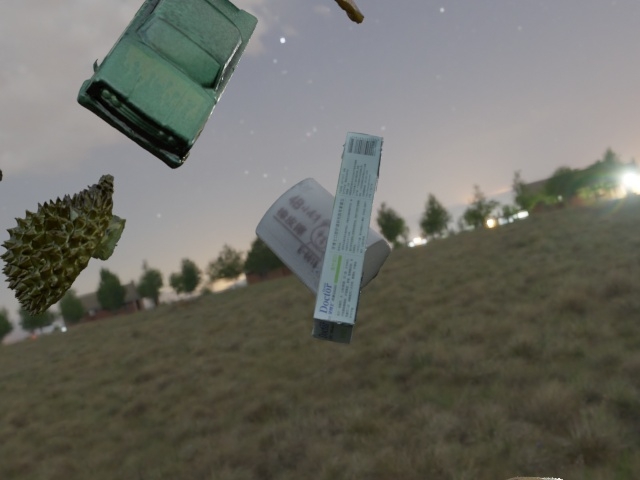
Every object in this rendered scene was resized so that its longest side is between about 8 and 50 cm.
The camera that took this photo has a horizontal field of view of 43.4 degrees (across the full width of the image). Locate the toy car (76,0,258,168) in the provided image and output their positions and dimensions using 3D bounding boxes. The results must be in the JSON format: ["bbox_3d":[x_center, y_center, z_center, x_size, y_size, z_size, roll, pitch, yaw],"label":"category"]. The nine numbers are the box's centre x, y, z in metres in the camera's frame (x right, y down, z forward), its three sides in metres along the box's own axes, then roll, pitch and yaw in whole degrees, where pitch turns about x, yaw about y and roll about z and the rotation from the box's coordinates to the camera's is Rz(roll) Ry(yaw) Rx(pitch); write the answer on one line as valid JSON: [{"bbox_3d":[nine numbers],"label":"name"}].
[{"bbox_3d":[-0.165,-0.223,0.937,0.097,0.141,0.320,-40,23,35],"label":"toy car"}]

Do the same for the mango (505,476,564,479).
[{"bbox_3d":[0.398,0.491,1.445,0.227,0.147,0.109,8,23,-13],"label":"mango"}]

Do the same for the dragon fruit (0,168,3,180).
[{"bbox_3d":[-0.368,-0.097,0.582,0.269,0.291,0.250,11,-50,-27],"label":"dragon fruit"}]

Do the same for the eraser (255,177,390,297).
[{"bbox_3d":[0.000,0.000,1.645,0.174,0.270,0.095,-44,-44,-2],"label":"eraser"}]

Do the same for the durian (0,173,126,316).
[{"bbox_3d":[-0.463,0.010,1.475,0.172,0.306,0.166,30,-4,22],"label":"durian"}]

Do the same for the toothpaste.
[{"bbox_3d":[0.044,-0.011,1.254,0.067,0.336,0.081,9,-28,4],"label":"toothpaste"}]

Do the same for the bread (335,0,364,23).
[{"bbox_3d":[0.038,-0.421,1.393,0.024,0.110,0.110,-35,-8,17],"label":"bread"}]
